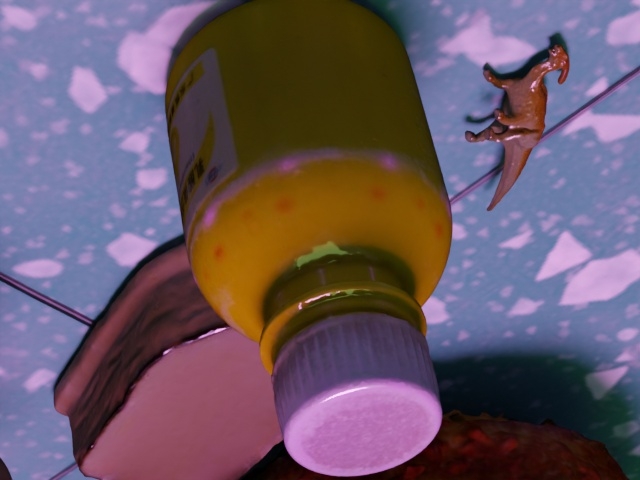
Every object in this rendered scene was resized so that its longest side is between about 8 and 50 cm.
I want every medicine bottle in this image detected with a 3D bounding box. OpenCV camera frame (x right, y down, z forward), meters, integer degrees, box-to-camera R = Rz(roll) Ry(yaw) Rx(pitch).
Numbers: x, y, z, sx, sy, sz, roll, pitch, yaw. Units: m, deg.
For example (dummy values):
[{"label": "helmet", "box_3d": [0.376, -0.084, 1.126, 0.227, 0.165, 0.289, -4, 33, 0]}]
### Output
[{"label": "medicine bottle", "box_3d": [0.000, 0.000, 0.839, 0.121, 0.213, 0.122, -7, 139, -6]}]

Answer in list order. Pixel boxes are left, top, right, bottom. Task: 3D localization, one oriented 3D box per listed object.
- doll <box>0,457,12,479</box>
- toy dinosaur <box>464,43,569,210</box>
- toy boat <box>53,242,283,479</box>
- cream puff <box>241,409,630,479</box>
[{"label": "doll", "box_3d": [-0.270, 0.154, 0.995, 0.235, 0.174, 0.330, 23, 133, -16]}, {"label": "toy dinosaur", "box_3d": [0.093, -0.054, 0.943, 0.041, 0.026, 0.113, -3, 133, -29]}, {"label": "toy boat", "box_3d": [-0.058, 0.065, 1.018, 0.116, 0.061, 0.188, 16, 132, -28]}, {"label": "cream puff", "box_3d": [0.066, 0.251, 1.117, 0.350, 0.229, 0.350, -11, 129, -14]}]
